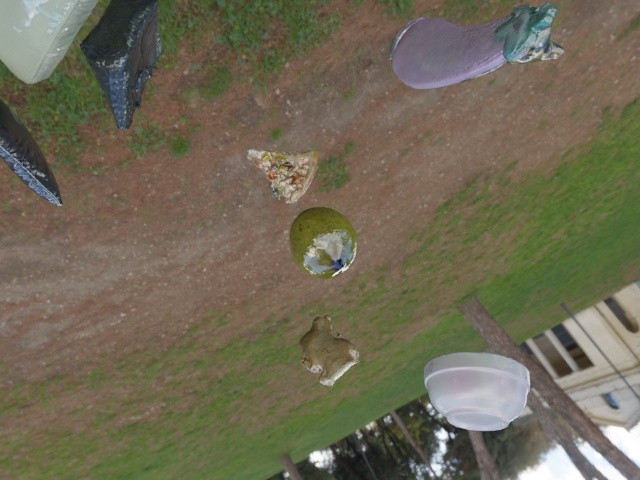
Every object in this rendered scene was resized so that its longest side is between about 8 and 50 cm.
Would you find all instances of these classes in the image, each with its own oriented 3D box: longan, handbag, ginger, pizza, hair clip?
[{"bbox_3d":[0.000,0.000,0.932,0.145,0.176,0.154,-12,130,-33],"label":"longan"},{"bbox_3d":[-0.381,-0.371,0.896,0.089,0.270,0.175,9,149,0],"label":"handbag"},{"bbox_3d":[0.006,0.273,1.129,0.138,0.213,0.074,-27,128,-16],"label":"ginger"},{"bbox_3d":[-0.110,-0.204,1.190,0.052,0.195,0.185,122,-8,-69],"label":"pizza"},{"bbox_3d":[0.224,-0.316,0.736,0.096,0.359,0.110,-25,120,-25],"label":"hair clip"}]

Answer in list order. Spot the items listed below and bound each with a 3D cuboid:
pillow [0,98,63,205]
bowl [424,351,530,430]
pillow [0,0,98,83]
[{"bbox_3d":[-0.505,-0.157,0.731,0.055,0.141,0.208,-31,157,-17],"label":"pillow"},{"bbox_3d":[0.433,0.433,1.229,0.287,0.143,0.286,7,143,5],"label":"bowl"},{"bbox_3d":[-0.435,-0.404,0.622,0.322,0.255,0.119,-19,-160,38],"label":"pillow"}]
